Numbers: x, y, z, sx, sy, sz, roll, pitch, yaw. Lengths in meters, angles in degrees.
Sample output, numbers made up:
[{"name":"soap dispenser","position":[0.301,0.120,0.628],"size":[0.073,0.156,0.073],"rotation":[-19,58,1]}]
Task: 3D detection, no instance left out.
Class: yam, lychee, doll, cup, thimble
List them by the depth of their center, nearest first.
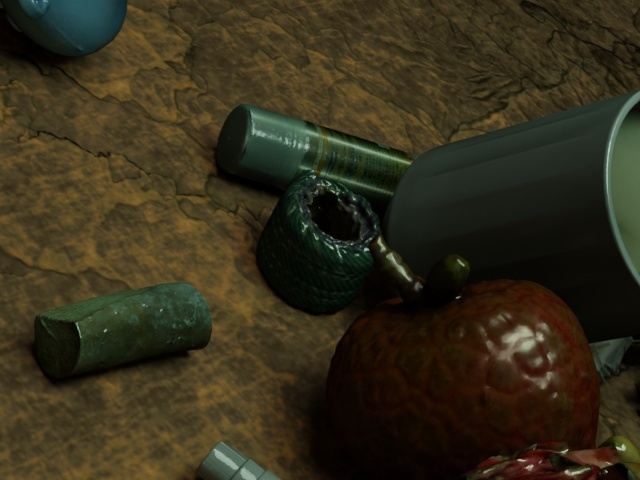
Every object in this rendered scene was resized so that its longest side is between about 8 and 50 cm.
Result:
[{"name":"yam","position":[-0.176,0.078,1.470],"size":[0.169,0.068,0.068],"rotation":[-8,52,-48]},{"name":"lychee","position":[0.130,0.131,1.508],"size":[0.255,0.255,0.300],"rotation":[-12,90,-48]},{"name":"cup","position":[0.271,0.003,1.681],"size":[0.323,0.327,0.236],"rotation":[22,66,-35]},{"name":"thimble","position":[0.001,0.002,1.699],"size":[0.118,0.090,0.135],"rotation":[22,35,-13]},{"name":"doll","position":[-0.278,-0.297,1.794],"size":[0.177,0.141,0.314],"rotation":[60,16,-16]}]

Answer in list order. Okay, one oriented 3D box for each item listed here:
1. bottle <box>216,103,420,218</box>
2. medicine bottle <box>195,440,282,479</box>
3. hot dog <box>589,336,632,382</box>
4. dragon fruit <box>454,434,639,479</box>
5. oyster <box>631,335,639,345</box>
[{"name":"bottle","position":[0.025,-0.079,1.829],"size":[0.286,0.082,0.082],"rotation":[16,37,-28]},{"name":"medicine bottle","position":[-0.008,0.252,1.410],"size":[0.221,0.061,0.092],"rotation":[39,9,6]},{"name":"hot dog","position":[0.308,0.072,1.827],"size":[0.099,0.053,0.192],"rotation":[19,75,1]},{"name":"dragon fruit","position":[0.190,0.292,1.298],"size":[0.269,0.250,0.291],"rotation":[6,62,27]},{"name":"oyster","position":[0.349,0.041,1.927],"size":[0.268,0.112,0.198],"rotation":[18,38,-12]}]
